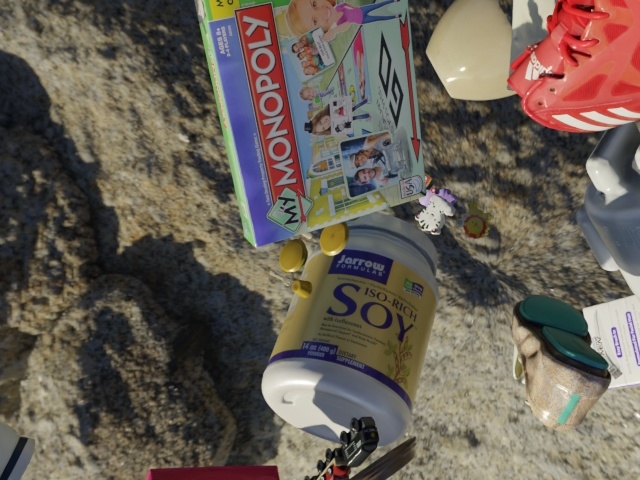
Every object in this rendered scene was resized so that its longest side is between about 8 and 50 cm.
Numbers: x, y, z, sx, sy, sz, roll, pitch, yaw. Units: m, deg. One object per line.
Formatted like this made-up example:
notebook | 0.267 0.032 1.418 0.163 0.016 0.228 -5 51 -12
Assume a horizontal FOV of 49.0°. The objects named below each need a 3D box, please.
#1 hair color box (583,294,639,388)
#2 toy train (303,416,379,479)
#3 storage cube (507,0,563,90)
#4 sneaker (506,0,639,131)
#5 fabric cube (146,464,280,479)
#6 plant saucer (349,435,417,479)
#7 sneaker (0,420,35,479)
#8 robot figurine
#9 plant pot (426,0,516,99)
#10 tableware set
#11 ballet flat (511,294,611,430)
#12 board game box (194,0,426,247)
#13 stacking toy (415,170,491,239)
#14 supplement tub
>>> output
hair color box | 0.731 0.193 1.453 0.338 0.110 0.185 -27 64 50
toy train | 0.014 0.223 0.673 0.158 0.027 0.036 -59 39 37
storage cube | 0.468 -0.354 1.247 0.193 0.215 0.184 -3 106 -13
sneaker | 0.151 -0.126 0.393 0.128 0.221 0.087 -26 46 30
fabric cube | -0.203 0.593 1.273 0.254 0.258 0.259 5 128 -23
plant saucer | 0.112 0.536 1.594 0.277 0.278 0.041 -37 75 10
sneaker | -0.432 0.322 0.815 0.094 0.090 0.235 34 53 -18
robot figurine | 0.511 -0.013 0.992 0.200 0.300 0.353 -48 112 -25
plant pot | 0.368 -0.451 1.693 0.190 0.284 0.284 -28 81 15
tableware set | 0.000 0.000 0.918 0.104 0.024 0.154 28 91 46
ballet flat | 0.283 0.148 0.881 0.107 0.316 0.106 20 102 12
board game box | -0.005 -0.171 0.731 0.213 0.046 0.318 -18 115 -18
stacking toy | 0.149 -0.084 1.075 0.221 0.167 0.052 45 111 26
supplement tub | 0.063 0.143 1.164 0.240 0.241 0.331 11 55 14
